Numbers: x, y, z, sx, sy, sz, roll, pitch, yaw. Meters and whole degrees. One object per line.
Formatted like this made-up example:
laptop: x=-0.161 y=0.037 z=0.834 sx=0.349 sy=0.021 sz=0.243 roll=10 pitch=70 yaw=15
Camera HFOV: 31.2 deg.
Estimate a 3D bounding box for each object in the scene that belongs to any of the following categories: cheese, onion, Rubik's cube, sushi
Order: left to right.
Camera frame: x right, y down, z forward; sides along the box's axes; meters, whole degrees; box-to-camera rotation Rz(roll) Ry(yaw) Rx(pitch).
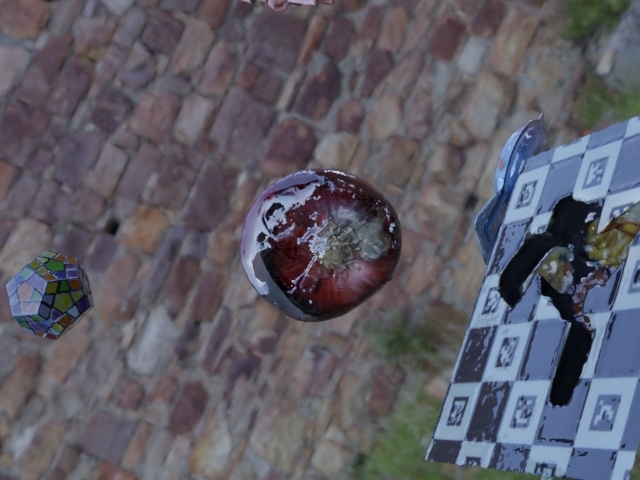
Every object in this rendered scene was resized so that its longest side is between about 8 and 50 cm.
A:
Rubik's cube: x=-0.333 y=0.068 z=1.419 sx=0.111 sy=0.093 sz=0.111 roll=-42 pitch=3 yaw=2
onion: x=0.000 y=0.000 z=1.939 sx=0.195 sy=0.272 sz=0.272 roll=-87 pitch=22 yaw=-72
cheese: x=0.291 y=-0.087 z=1.727 sx=0.245 sy=0.052 sz=0.135 roll=-59 pitch=-32 yaw=-24
sushi: x=0.255 y=0.059 z=1.083 sx=0.343 sy=0.064 sz=0.359 roll=-20 pitch=47 yaw=66

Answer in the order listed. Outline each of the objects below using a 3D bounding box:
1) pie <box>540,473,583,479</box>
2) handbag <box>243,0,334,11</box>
pie: x=0.286 y=0.343 z=1.254 sx=0.054 sy=0.240 sz=0.240 roll=-14 pitch=44 yaw=44
handbag: x=-0.080 y=-0.350 z=1.318 sx=0.059 sy=0.212 sz=0.157 roll=-23 pitch=-58 yaw=-54
